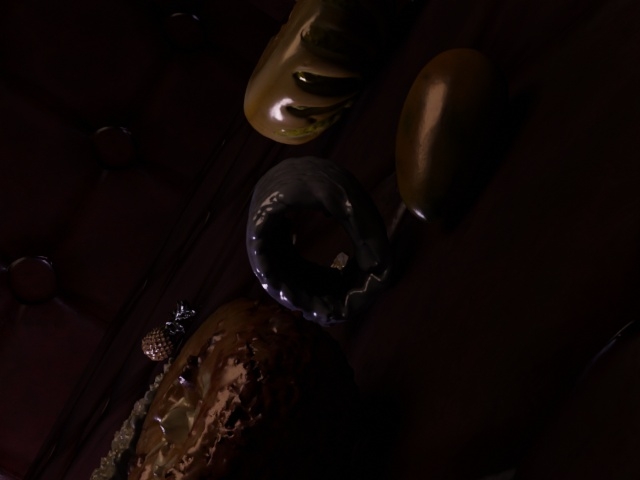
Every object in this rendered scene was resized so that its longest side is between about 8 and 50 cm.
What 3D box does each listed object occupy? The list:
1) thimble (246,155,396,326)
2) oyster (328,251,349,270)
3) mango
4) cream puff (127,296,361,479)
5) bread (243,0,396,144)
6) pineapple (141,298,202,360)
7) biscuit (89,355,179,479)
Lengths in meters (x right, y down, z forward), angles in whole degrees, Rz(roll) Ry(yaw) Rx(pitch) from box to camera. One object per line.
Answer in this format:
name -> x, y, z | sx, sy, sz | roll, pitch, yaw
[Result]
thimble -> -0.003, -0.001, 1.181 | 0.127, 0.151, 0.118 | -42, 15, 14
oyster -> 0.019, 0.037, 1.326 | 0.054, 0.019, 0.083 | -58, 13, 5
mango -> 0.115, -0.097, 1.106 | 0.163, 0.089, 0.111 | -66, 12, 3
cream puff -> -0.059, 0.163, 0.976 | 0.240, 0.164, 0.240 | -50, 29, 41
bread -> 0.009, -0.297, 1.892 | 0.333, 0.160, 0.333 | -56, 12, 18
pineapple -> -0.261, 0.154, 2.117 | 0.124, 0.058, 0.058 | -49, 14, 18
biscuit -> -0.249, 0.298, 1.616 | 0.281, 0.084, 0.179 | -61, 7, -26
